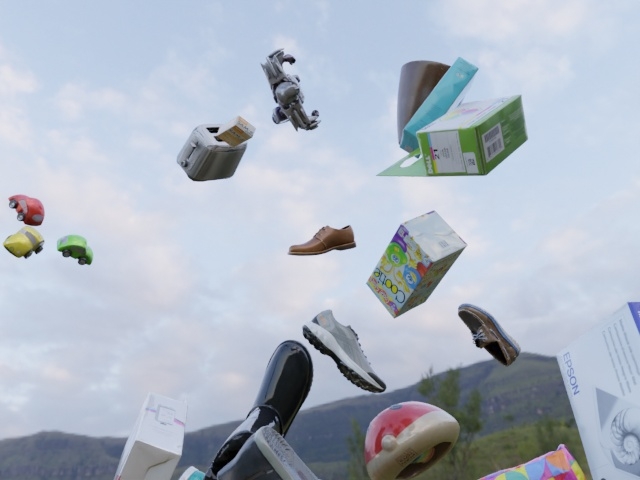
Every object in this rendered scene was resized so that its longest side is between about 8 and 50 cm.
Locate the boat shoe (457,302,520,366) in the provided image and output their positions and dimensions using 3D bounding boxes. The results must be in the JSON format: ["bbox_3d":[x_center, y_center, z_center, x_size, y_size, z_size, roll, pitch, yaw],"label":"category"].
[{"bbox_3d":[0.401,0.228,1.289,0.183,0.066,0.066,40,-38,6],"label":"boat shoe"}]

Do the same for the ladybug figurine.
[{"bbox_3d":[0.267,0.609,1.638,0.305,0.162,0.449,-39,-33,3],"label":"ladybug figurine"}]

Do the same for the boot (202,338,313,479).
[{"bbox_3d":[-0.152,0.458,1.387,0.146,0.366,0.445,16,-2,12],"label":"boot"}]

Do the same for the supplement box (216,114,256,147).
[{"bbox_3d":[-0.234,-0.300,1.480,0.062,0.036,0.098,33,-31,-32],"label":"supplement box"}]

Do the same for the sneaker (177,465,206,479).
[{"bbox_3d":[-0.352,0.805,1.472,0.179,0.295,0.124,17,-17,19],"label":"sneaker"}]

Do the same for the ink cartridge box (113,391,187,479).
[{"bbox_3d":[-0.247,0.302,0.776,0.067,0.115,0.198,24,1,-12],"label":"ink cartridge box"}]

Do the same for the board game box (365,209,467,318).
[{"bbox_3d":[0.263,0.071,1.510,0.144,0.142,0.275,-21,-30,-34],"label":"board game box"}]

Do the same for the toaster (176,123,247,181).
[{"bbox_3d":[-0.327,-0.277,1.674,0.227,0.129,0.146,-14,-31,-50],"label":"toaster"}]

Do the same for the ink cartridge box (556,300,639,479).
[{"bbox_3d":[0.408,0.198,0.677,0.045,0.223,0.224,10,-40,-12],"label":"ink cartridge box"}]

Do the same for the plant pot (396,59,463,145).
[{"bbox_3d":[0.319,-0.393,1.633,0.215,0.230,0.215,17,-4,1],"label":"plant pot"}]

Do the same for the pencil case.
[{"bbox_3d":[0.376,0.470,1.004,0.236,0.104,0.104,-32,-39,21],"label":"pencil case"}]

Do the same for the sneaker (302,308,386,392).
[{"bbox_3d":[0.078,0.293,1.410,0.108,0.271,0.100,-42,-7,-25],"label":"sneaker"}]

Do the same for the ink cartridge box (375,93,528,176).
[{"bbox_3d":[0.249,-0.204,1.069,0.255,0.189,0.097,5,-59,45],"label":"ink cartridge box"}]

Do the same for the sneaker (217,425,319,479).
[{"bbox_3d":[-0.060,0.415,0.834,0.118,0.222,0.083,-46,-23,9],"label":"sneaker"}]

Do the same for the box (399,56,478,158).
[{"bbox_3d":[0.291,-0.326,1.318,0.060,0.244,0.100,35,-11,11],"label":"box"}]

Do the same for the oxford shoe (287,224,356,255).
[{"bbox_3d":[0.000,0.000,1.450,0.212,0.076,0.076,-13,10,-32],"label":"oxford shoe"}]

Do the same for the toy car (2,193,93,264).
[{"bbox_3d":[-0.649,-0.012,1.308,0.053,0.239,0.225,-44,-49,12],"label":"toy car"}]

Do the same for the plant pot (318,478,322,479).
[{"bbox_3d":[-0.055,0.567,1.024,0.290,0.195,0.290,5,-34,3],"label":"plant pot"}]

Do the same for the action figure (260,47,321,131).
[{"bbox_3d":[-0.070,-0.332,1.205,0.099,0.185,0.285,-18,12,-3],"label":"action figure"}]
